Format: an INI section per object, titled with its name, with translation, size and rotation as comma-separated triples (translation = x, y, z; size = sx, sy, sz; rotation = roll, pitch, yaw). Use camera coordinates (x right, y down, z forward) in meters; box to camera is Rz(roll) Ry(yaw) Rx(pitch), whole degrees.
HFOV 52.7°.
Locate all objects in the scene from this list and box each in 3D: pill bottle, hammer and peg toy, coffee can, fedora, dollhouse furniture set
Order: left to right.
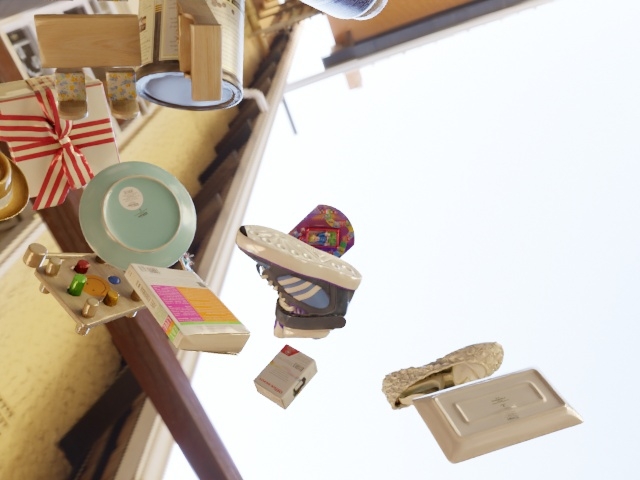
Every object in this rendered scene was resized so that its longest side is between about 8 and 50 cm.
[fedora]
translation = -0.633, -0.125, 1.200
size = 0.079, 0.194, 0.194
rotation = -51, -177, 39
[hammer and peg toy]
translation = -0.713, 0.105, 1.959
size = 0.361, 0.127, 0.265
rotation = 42, -151, 19
[dollhouse furniture set]
translation = -0.273, -0.276, 0.919
size = 0.241, 0.212, 0.161
rotation = -6, -145, -17
[coffee can]
translation = -0.242, -0.408, 1.216
size = 0.201, 0.276, 0.201
rotation = 1, 172, 0
[pill bottle]
translation = 0.035, -0.532, 1.293
size = 0.153, 0.153, 0.264
rotation = -6, -178, 29

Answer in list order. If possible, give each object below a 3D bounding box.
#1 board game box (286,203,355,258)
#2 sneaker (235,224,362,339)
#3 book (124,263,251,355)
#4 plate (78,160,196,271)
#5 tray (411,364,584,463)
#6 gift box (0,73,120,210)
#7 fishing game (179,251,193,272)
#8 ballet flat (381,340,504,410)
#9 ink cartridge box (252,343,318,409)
[board game box]
translation = 0.000, 0.000, 1.546
size = 0.168, 0.133, 0.033
rotation = -42, -174, 12
[sneaker]
translation = -0.083, 0.122, 1.457
size = 0.236, 0.322, 0.130
rotation = -60, -155, 18
[book]
translation = -0.160, 0.078, 0.769
size = 0.096, 0.035, 0.144
rotation = 14, -159, -47
[plate]
translation = -0.287, -0.041, 1.036
size = 0.188, 0.188, 0.024
rotation = -37, -173, -31
[tray]
translation = 0.309, 0.289, 1.123
size = 0.270, 0.030, 0.145
rotation = -10, -142, -18
[gift box]
translation = -0.625, -0.237, 1.494
size = 0.276, 0.255, 0.258
rotation = -23, -149, -22
[fishing game]
translation = -0.427, 0.019, 1.990
size = 0.041, 0.189, 0.264
rotation = -23, -175, -6
[ballet flat]
translation = 0.389, 0.441, 2.015
size = 0.408, 0.147, 0.147
rotation = -21, -155, 12
[ink cartridge box]
translation = -0.112, 0.437, 2.077
size = 0.127, 0.072, 0.175
rotation = 24, -126, 31
